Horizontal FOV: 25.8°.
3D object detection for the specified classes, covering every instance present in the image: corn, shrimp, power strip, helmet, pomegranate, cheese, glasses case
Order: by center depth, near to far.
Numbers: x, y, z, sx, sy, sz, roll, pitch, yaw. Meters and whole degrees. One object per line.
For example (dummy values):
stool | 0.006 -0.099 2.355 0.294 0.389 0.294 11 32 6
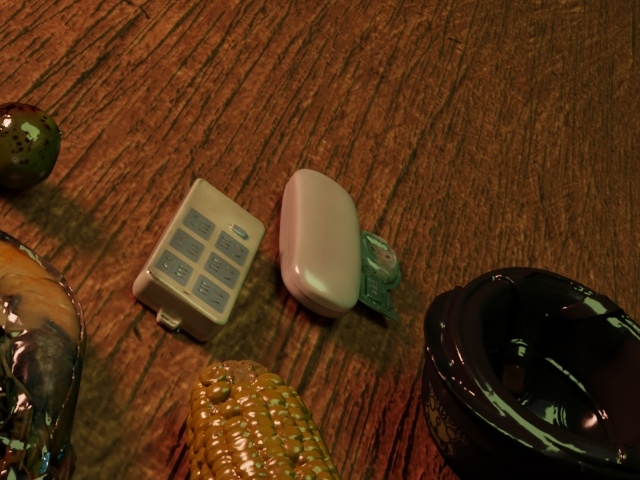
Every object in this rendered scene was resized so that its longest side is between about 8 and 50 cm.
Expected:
shrimp | -0.255 0.070 0.940 0.222 0.054 0.290 23 30 -30
corn | -0.026 0.212 0.955 0.119 0.119 0.322 21 30 -30
pomegranate | -0.255 -0.080 1.139 0.084 0.073 0.073 15 35 -12
power strip | -0.102 0.015 1.216 0.081 0.035 0.192 35 30 -9
helmet | 0.185 0.152 1.235 0.278 0.160 0.230 -1 48 -34
glasses case | 0.000 0.000 1.337 0.076 0.049 0.197 28 31 -20
cheese | 0.052 0.031 1.380 0.067 0.026 0.121 30 31 -17
